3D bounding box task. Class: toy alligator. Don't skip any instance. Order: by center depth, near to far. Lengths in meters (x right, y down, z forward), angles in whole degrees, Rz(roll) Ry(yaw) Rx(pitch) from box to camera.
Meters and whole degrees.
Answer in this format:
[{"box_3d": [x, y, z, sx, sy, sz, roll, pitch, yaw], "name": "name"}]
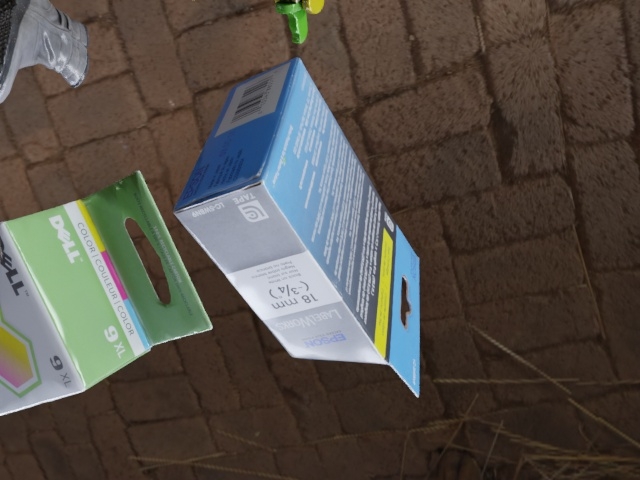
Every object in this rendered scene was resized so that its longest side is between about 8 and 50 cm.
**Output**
[{"box_3d": [-0.025, -0.326, 0.728, 0.056, 0.051, 0.189, 23, 113, 35], "name": "toy alligator"}]

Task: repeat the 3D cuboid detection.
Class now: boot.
[{"box_3d": [-0.584, -0.384, 1.326, 0.118, 0.223, 0.337, -11, 62, 25], "name": "boot"}]

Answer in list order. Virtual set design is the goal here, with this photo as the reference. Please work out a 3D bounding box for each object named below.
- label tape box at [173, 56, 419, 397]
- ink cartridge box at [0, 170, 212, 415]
[{"box_3d": [0.000, 0.000, 0.724, 0.106, 0.240, 0.333, -18, 126, 23], "name": "label tape box"}, {"box_3d": [-0.182, 0.045, 0.407, 0.209, 0.062, 0.108, -20, 96, 31], "name": "ink cartridge box"}]
